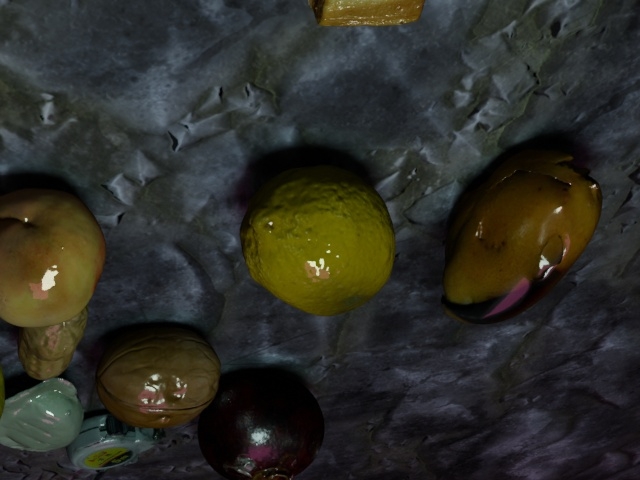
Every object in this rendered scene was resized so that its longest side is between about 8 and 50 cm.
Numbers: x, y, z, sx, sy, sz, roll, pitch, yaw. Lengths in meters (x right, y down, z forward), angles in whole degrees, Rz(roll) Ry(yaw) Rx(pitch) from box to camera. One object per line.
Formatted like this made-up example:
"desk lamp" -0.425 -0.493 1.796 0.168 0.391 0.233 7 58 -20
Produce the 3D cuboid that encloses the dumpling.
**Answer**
"dumpling" -0.482 0.292 1.854 0.152 0.108 0.219 16 130 -9

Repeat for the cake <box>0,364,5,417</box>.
"cake" -0.609 0.216 1.613 0.260 0.179 0.156 -4 148 -19

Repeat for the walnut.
"walnut" -0.262 0.223 1.760 0.207 0.167 0.167 3 145 -26

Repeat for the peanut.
"peanut" -0.408 0.138 1.626 0.095 0.108 0.226 10 144 -17

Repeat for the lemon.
"lemon" 0.000 0.000 1.457 0.204 0.204 0.260 -30 152 26

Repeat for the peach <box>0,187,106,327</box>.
"peach" -0.363 0.018 1.392 0.184 0.184 0.184 -9 148 -6

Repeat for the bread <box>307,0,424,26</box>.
"bread" 0.054 -0.274 1.193 0.132 0.053 0.074 -6 151 -10

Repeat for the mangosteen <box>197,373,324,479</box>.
"mangosteen" -0.104 0.371 1.944 0.235 0.261 0.235 -7 147 -5

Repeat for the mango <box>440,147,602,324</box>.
"mango" 0.281 -0.009 1.552 0.152 0.201 0.287 -3 147 -51

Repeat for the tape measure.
"tape measure" -0.456 0.416 2.058 0.330 0.084 0.164 -34 140 28
